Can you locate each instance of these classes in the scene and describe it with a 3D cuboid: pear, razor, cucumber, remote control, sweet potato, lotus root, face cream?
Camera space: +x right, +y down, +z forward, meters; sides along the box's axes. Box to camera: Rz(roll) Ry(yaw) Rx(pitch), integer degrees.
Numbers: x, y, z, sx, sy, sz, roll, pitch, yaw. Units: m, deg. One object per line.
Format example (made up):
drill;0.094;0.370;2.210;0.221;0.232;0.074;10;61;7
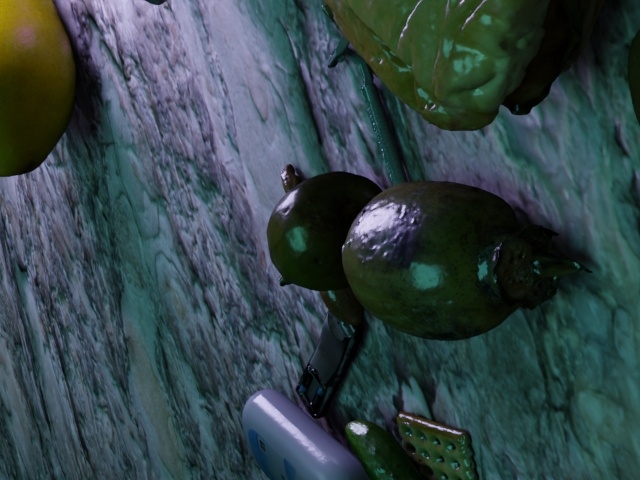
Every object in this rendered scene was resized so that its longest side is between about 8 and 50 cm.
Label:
pear;-0.488;-0.260;2.275;0.285;0.336;0.285;25;168;5
razor;0.064;-0.113;1.585;0.084;0.036;0.211;180;66;-86
cucumber;0.103;0.292;1.696;0.250;0.056;0.056;54;148;30
remote control;0.010;0.145;1.832;0.059;0.028;0.212;59;150;27
sweet potato;0.000;0.000;1.749;0.214;0.050;0.050;68;152;16
lotus root;0.126;0.021;1.436;0.278;0.154;0.154;10;115;54
face cream;0.022;0.311;1.840;0.336;0.080;0.163;36;153;49

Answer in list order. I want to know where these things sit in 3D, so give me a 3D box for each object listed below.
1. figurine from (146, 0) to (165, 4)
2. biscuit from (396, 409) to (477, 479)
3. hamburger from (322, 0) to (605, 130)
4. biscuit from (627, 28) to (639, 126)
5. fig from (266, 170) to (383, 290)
figurine;-0.147;-0.384;1.654;0.207;0.166;0.387;52;154;0
biscuit;0.146;0.313;1.707;0.139;0.016;0.231;9;114;58
hamburger;0.137;-0.204;1.254;0.209;0.162;0.330;63;146;7
biscuit;0.359;-0.047;1.053;0.432;0.064;0.283;39;139;45
fig;0.010;0.013;1.651;0.126;0.133;0.185;36;144;26
